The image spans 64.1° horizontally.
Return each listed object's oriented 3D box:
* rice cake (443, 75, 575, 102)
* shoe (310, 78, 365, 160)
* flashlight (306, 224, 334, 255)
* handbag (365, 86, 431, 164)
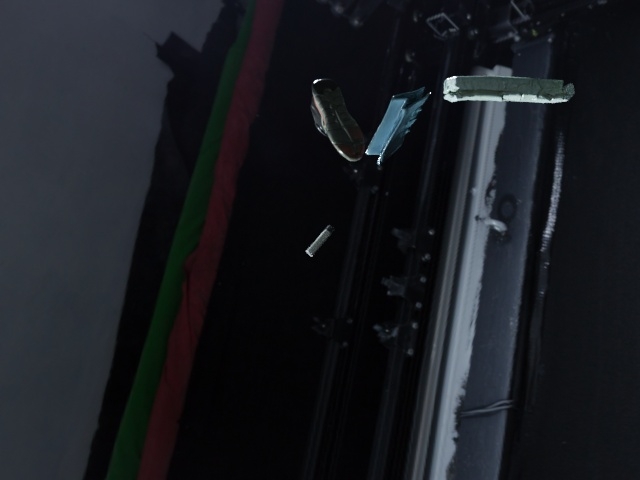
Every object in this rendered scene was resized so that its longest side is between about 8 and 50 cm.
[{"bbox_3d":[0.474,-0.377,1.279,0.066,0.335,0.063,-137,-135,-74],"label":"rice cake"},{"bbox_3d":[0.042,-0.379,1.678,0.291,0.114,0.137,65,-19,10],"label":"shoe"},{"bbox_3d":[0.000,0.000,1.183,0.083,0.018,0.018,-49,-169,-15],"label":"flashlight"},{"bbox_3d":[0.222,-0.326,1.458,0.057,0.144,0.221,45,-38,16],"label":"handbag"}]
